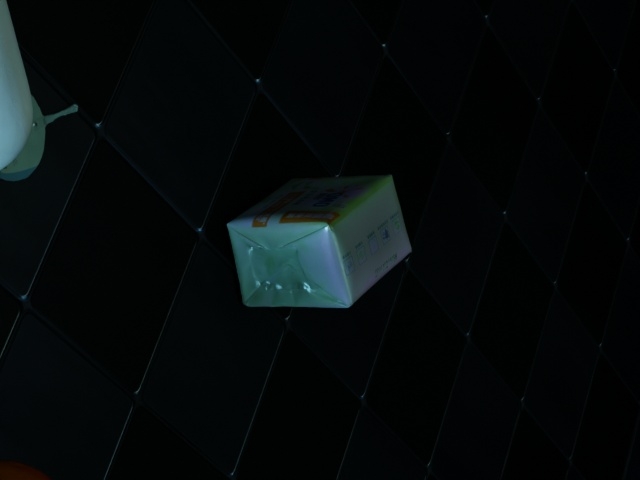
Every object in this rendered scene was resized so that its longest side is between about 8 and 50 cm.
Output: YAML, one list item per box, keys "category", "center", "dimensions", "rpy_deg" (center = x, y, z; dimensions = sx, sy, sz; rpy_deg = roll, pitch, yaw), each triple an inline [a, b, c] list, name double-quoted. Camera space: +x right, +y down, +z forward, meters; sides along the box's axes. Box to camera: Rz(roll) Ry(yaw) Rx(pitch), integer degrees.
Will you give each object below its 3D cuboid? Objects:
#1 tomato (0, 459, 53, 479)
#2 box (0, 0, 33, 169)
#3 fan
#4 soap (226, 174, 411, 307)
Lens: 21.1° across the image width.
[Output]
- category: "tomato"
  center: [-0.355, 0.366, 1.874]
  dimensions: [0.260, 0.180, 0.259]
  rpy_deg: [12, 90, -83]
- category: "box"
  center: [-0.446, -0.202, 1.756]
  dimensions: [0.289, 0.141, 0.349]
  rpy_deg: [-29, 116, -37]
- category: "fan"
  center: [-0.347, -0.136, 2.056]
  dimensions: [0.175, 0.005, 0.113]
  rpy_deg: [-32, 116, -50]
- category: "soap"
  center: [0.000, 0.000, 2.430]
  dimensions: [0.199, 0.182, 0.138]
  rpy_deg: [-37, 121, -51]
